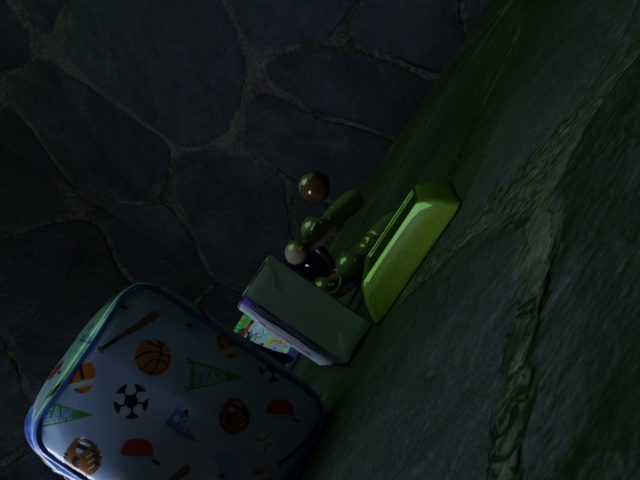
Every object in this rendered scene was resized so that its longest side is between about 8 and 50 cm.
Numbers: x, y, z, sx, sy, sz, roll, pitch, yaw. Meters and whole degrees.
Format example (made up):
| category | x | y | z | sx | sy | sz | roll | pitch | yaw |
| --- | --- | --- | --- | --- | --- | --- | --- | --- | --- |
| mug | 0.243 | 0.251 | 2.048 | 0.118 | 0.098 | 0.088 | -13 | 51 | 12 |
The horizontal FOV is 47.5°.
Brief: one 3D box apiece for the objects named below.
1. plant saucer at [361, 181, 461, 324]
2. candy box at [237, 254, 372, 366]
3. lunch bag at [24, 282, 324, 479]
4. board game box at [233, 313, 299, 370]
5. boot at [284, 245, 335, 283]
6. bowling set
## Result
| category | x | y | z | sx | sy | sz | roll | pitch | yaw |
| --- | --- | --- | --- | --- | --- | --- | --- | --- | --- |
| plant saucer | 0.110 | 0.001 | 0.979 | 0.188 | 0.045 | 0.188 | -57 | 2 | 14 |
| candy box | -0.031 | 0.107 | 1.038 | 0.070 | 0.164 | 0.196 | -56 | 1 | -13 |
| lunch bag | -0.151 | 0.201 | 0.825 | 0.243 | 0.303 | 0.115 | -60 | 16 | -25 |
| board game box | -0.120 | 0.220 | 1.631 | 0.211 | 0.039 | 0.160 | 4 | 54 | 45 |
| boot | -0.096 | 0.188 | 1.781 | 0.348 | 0.131 | 0.260 | -62 | -3 | 36 |
| bowling set | 0.000 | 0.000 | 1.206 | 0.154 | 0.200 | 0.287 | -38 | -11 | -30 |
